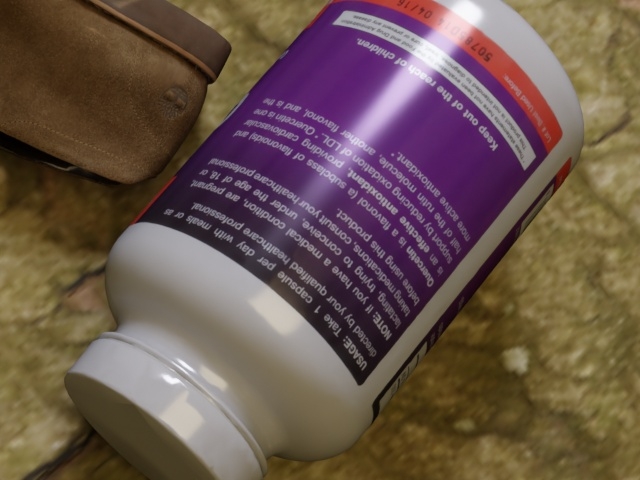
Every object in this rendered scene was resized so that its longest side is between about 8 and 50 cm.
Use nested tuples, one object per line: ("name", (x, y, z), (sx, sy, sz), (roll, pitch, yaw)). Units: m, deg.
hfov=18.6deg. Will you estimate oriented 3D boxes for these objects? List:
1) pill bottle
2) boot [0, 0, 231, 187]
("pill bottle", (0.000, 0.000, 1.146), (0.181, 0.181, 0.323), (44, 69, -10))
("boot", (-0.205, -0.131, 1.131), (0.305, 0.112, 0.115), (27, 83, -18))
